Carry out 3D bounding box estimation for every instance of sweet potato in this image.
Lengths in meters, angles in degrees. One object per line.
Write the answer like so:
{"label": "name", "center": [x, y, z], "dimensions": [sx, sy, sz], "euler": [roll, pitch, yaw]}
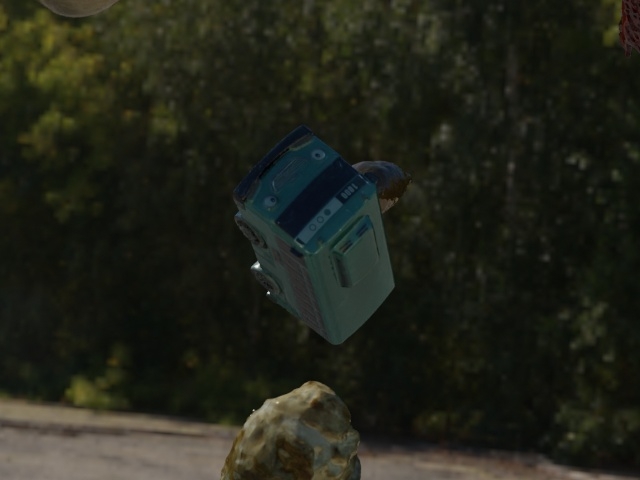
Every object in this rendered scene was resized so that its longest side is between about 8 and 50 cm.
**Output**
{"label": "sweet potato", "center": [0.047, -0.054, 1.899], "dimensions": [0.074, 0.075, 0.269], "euler": [3, 24, 30]}

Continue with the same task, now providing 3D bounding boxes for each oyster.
{"label": "oyster", "center": [-0.013, 0.246, 0.939], "dimensions": [0.166, 0.294, 0.094], "euler": [-27, -15, 39]}

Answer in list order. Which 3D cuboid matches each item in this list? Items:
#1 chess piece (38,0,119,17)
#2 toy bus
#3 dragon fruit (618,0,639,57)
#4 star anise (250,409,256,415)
{"label": "chess piece", "center": [-0.122, -0.274, 1.136], "dimensions": [0.143, 0.261, 0.143], "euler": [46, -13, 13]}
{"label": "toy bus", "center": [0.000, 0.000, 1.072], "dimensions": [0.091, 0.079, 0.160], "euler": [37, -18, 24]}
{"label": "dragon fruit", "center": [0.421, -0.214, 1.506], "dimensions": [0.343, 0.100, 0.282], "euler": [49, -7, 34]}
{"label": "star anise", "center": [-0.069, 0.290, 1.871], "dimensions": [0.056, 0.129, 0.124], "euler": [-13, 44, -22]}
